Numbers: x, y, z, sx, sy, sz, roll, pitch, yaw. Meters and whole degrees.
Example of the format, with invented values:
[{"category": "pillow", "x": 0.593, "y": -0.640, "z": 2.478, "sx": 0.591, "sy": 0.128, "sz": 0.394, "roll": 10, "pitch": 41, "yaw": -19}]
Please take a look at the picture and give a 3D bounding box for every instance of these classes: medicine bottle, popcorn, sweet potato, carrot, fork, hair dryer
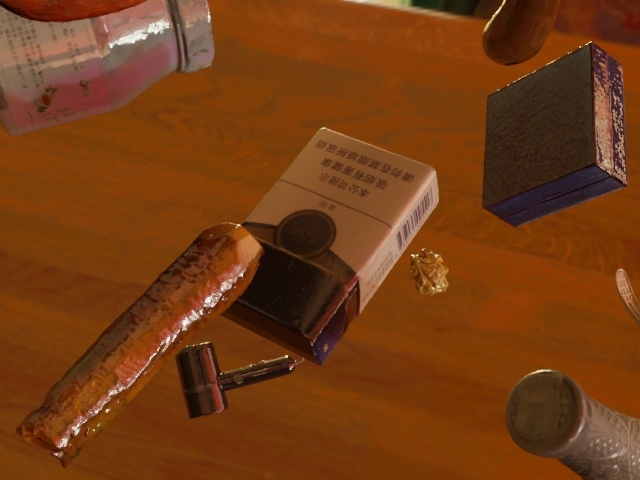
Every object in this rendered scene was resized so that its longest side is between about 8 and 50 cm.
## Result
[{"category": "medicine bottle", "x": -0.306, "y": -0.290, "z": 1.134, "sx": 0.289, "sy": 0.245, "sz": 0.245, "roll": -19, "pitch": 58, "yaw": -14}, {"category": "popcorn", "x": 0.174, "y": 0.051, "z": 1.394, "sx": 0.057, "sy": 0.083, "sz": 0.082, "roll": -15, "pitch": 24, "yaw": 16}, {"category": "sweet potato", "x": 0.274, "y": -0.295, "z": 1.191, "sx": 0.079, "sy": 0.346, "sz": 0.108, "roll": 33, "pitch": 92, "yaw": 2}, {"category": "carrot", "x": -0.150, "y": 0.085, "z": 0.752, "sx": 0.070, "sy": 0.070, "sz": 0.260, "roll": 32, "pitch": 63, "yaw": 23}, {"category": "fork", "x": 0.346, "y": 0.119, "z": 0.827, "sx": 0.034, "sy": 0.028, "sz": 0.219, "roll": -12, "pitch": 62, "yaw": -24}, {"category": "hair dryer", "x": -0.135, "y": 0.223, "z": 1.485, "sx": 0.219, "sy": 0.071, "sz": 0.124, "roll": -13, "pitch": 84, "yaw": 4}]

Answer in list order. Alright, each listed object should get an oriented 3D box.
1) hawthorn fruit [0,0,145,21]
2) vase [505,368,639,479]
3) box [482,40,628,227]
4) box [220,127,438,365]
[{"category": "hawthorn fruit", "x": -0.204, "y": -0.333, "z": 0.790, "sx": 0.307, "sy": 0.276, "sz": 0.276, "roll": -10, "pitch": 54, "yaw": -29}, {"category": "vase", "x": 0.256, "y": 0.188, "z": 0.809, "sx": 0.096, "sy": 0.219, "sz": 0.096, "roll": -23, "pitch": 52, "yaw": 32}, {"category": "box", "x": 0.451, "y": -0.200, "z": 1.678, "sx": 0.116, "sy": 0.261, "sz": 0.279, "roll": 24, "pitch": 59, "yaw": -31}, {"category": "box", "x": 0.000, "y": 0.000, "z": 0.973, "sx": 0.168, "sy": 0.071, "sz": 0.259, "roll": 23, "pitch": 60, "yaw": 27}]
